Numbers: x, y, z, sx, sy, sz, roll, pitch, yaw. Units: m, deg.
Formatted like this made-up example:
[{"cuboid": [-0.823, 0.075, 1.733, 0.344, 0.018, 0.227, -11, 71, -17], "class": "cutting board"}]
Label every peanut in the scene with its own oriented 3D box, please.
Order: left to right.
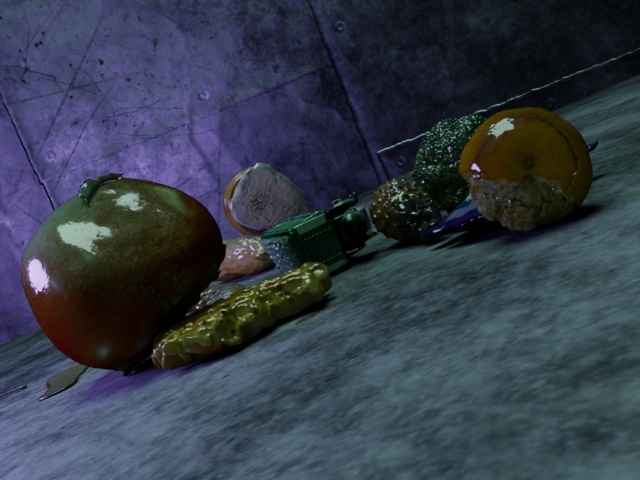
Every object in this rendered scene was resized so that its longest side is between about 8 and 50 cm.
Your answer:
[{"cuboid": [-0.194, 0.038, 1.738, 0.117, 0.101, 0.263, -43, 15, -32], "class": "peanut"}]

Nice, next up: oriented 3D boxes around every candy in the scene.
[{"cuboid": [0.275, -0.071, 1.056, 0.275, 0.070, 0.145, -31, 2, -31], "class": "candy"}]

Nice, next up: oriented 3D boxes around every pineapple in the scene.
[{"cuboid": [0.147, -0.044, 1.169, 0.108, 0.108, 0.198, -24, 14, -9], "class": "pineapple"}]

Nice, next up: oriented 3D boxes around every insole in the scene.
[{"cuboid": [-0.454, 0.245, 1.297, 0.086, 0.005, 0.253, -25, 6, -12], "class": "insole"}]

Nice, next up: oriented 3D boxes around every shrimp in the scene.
[{"cuboid": [-0.230, 0.119, 1.355, 0.188, 0.051, 0.132, -19, 6, 9], "class": "shrimp"}]

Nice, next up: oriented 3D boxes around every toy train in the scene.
[{"cuboid": [0.000, 0.000, 1.296, 0.154, 0.115, 0.269, -33, 8, -16], "class": "toy train"}]

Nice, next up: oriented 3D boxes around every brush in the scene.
[{"cuboid": [-0.102, -0.069, 1.751, 0.174, 0.267, 0.166, -59, 19, -7], "class": "brush"}]

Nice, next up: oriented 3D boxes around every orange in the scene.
[{"cuboid": [0.251, -0.086, 0.894, 0.157, 0.156, 0.134, -21, -5, 17], "class": "orange"}]

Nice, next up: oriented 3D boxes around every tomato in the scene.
[{"cuboid": [-0.299, 0.041, 1.098, 0.303, 0.239, 0.303, -52, -4, -5], "class": "tomato"}]

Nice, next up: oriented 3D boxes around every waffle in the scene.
[{"cuboid": [-0.112, 0.103, 1.003, 0.249, 0.056, 0.253, -21, 4, 37], "class": "waffle"}]

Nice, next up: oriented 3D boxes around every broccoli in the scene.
[{"cuboid": [0.243, -0.127, 1.261, 0.195, 0.156, 0.195, -158, 90, -79], "class": "broccoli"}]

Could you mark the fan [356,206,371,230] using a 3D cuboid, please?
[{"cuboid": [0.045, -0.030, 1.564, 0.130, 0.074, 0.244, -23, 5, 8], "class": "fan"}]

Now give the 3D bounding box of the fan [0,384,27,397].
[{"cuboid": [-0.668, 0.324, 1.390, 0.220, 0.009, 0.132, -24, 6, -11], "class": "fan"}]
